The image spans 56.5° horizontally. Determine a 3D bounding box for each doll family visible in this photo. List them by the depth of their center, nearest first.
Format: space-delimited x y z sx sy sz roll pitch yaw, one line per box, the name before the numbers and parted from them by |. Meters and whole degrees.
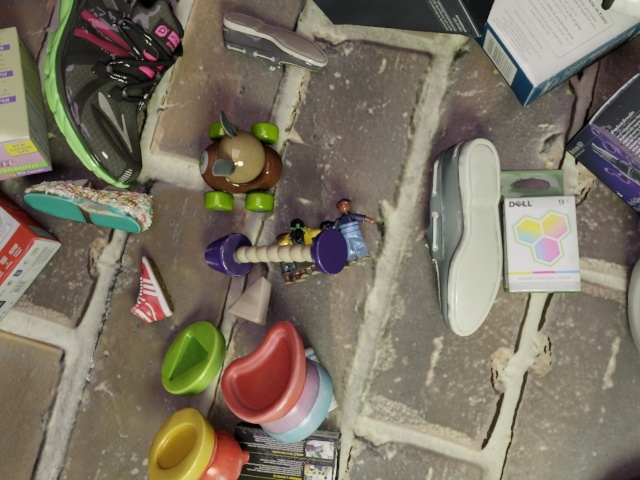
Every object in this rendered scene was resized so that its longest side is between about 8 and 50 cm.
doll family | 0.000 0.000 1.021 0.193 0.076 0.111 -15 78 1

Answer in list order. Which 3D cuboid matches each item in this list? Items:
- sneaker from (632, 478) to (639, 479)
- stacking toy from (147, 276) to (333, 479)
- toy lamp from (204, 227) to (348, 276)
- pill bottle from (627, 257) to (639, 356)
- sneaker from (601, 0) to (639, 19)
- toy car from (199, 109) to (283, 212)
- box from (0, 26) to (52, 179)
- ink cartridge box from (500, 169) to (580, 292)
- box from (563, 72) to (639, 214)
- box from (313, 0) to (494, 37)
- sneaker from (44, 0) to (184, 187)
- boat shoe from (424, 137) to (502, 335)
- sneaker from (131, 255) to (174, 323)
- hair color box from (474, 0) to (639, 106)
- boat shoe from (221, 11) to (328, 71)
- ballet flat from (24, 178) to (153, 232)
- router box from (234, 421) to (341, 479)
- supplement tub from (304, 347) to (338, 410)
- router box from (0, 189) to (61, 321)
sneaker | 0.521 0.421 0.891 0.221 0.087 0.128 -30 79 5
stacking toy | -0.124 0.240 0.969 0.309 0.130 0.279 -36 39 15
toy lamp | -0.086 0.021 0.970 0.275 0.080 0.080 -5 82 42
pill bottle | 0.646 0.102 0.854 0.334 0.188 0.187 -2 84 8
sneaker | 0.478 -0.464 0.865 0.182 0.127 0.315 15 87 8
toy car | -0.150 -0.138 0.995 0.149 0.188 0.155 2 84 8
box | -0.618 -0.232 1.062 0.214 0.117 0.243 -14 69 -10
ink cartridge box | 0.355 -0.019 0.973 0.109 0.062 0.209 -1 83 9
box | 0.505 -0.131 0.919 0.108 0.153 0.207 -46 79 2
box | 0.145 -0.509 0.950 0.294 0.183 0.296 18 86 35
sneaker | -0.348 -0.335 1.049 0.202 0.185 0.482 -2 85 12
boat shoe | 0.230 -0.006 0.990 0.116 0.099 0.319 2 91 -36
sneaker | -0.314 0.091 1.068 0.067 0.042 0.118 -24 83 2
hair color box | 0.443 -0.393 0.979 0.347 0.105 0.174 -32 80 4
boat shoe | -0.085 -0.347 1.085 0.206 0.075 0.065 25 131 5
ballet flat | -0.415 -0.071 1.092 0.241 0.091 0.077 14 56 5
router box | -0.059 0.382 0.998 0.179 0.046 0.133 4 85 9
supplement tub | -0.023 0.240 0.996 0.071 0.071 0.107 -25 81 5
router box | -0.708 0.042 1.110 0.301 0.082 0.335 38 90 10
